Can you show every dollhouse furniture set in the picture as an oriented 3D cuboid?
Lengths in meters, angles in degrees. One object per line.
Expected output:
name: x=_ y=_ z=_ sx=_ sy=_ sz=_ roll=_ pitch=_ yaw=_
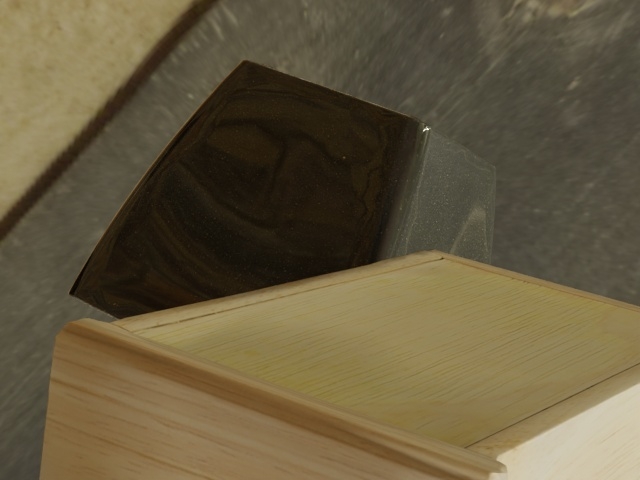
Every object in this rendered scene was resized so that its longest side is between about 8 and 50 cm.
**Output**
dollhouse furniture set: x=0.023 y=0.225 z=0.597 sx=0.362 sy=0.256 sz=0.394 roll=16 pitch=104 yaw=32

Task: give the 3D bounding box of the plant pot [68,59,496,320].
plant pot: x=0.000 y=0.000 z=0.850 sx=0.188 sy=0.187 sz=0.167 roll=22 pitch=90 yaw=28
